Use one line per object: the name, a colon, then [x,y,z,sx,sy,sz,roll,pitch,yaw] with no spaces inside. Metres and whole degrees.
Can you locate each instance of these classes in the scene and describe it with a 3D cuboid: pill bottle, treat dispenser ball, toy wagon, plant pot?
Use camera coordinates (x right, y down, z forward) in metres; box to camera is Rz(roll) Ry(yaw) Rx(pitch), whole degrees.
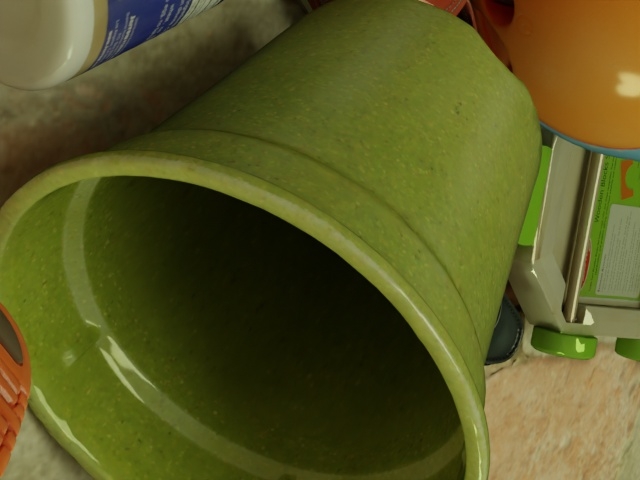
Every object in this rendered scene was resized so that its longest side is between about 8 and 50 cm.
pill bottle: [-0.094,-0.157,0.674,0.187,0.112,0.112,-37,128,-42]
treat dispenser ball: [0.239,-0.198,0.957,0.288,0.288,0.288,-20,116,-49]
toy wagon: [0.237,-0.033,1.164,0.344,0.068,0.267,7,94,-40]
plant pot: [0.000,0.000,0.756,0.254,0.276,0.276,-56,140,-44]

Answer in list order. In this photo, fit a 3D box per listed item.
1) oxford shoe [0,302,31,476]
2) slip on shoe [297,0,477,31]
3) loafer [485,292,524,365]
oxford shoe: [-0.255,0.130,0.565,0.130,0.133,0.363,52,37,-10]
slip on shoe: [0.043,-0.166,0.865,0.123,0.101,0.331,-48,133,-31]
loafer: [0.103,0.055,1.029,0.223,0.078,0.076,29,78,-53]
